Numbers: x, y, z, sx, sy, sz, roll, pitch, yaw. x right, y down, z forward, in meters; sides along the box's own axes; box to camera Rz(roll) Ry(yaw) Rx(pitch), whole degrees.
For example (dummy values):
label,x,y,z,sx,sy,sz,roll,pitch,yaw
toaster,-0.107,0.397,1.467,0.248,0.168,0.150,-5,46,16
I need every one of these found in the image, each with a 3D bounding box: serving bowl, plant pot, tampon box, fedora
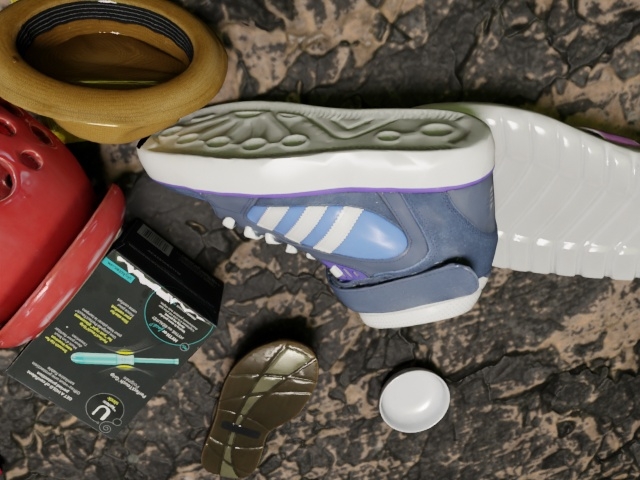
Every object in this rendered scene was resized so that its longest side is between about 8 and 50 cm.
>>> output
label,x,y,z,sx,sy,sz,roll,pitch,yaw
serving bowl,0.108,0.183,0.650,0.083,0.027,0.083,-2,109,-5
plant pot,-0.280,-0.016,0.463,0.174,0.191,0.191,40,100,-24
tampon box,-0.194,0.085,0.546,0.120,0.101,0.161,41,100,-16
fedora,-0.178,-0.139,0.469,0.194,0.194,0.079,7,144,-8

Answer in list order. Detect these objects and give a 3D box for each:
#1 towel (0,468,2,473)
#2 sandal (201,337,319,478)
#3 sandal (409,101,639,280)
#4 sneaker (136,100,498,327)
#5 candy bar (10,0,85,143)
label,x,y,z,sx,sy,sz,roll,pitch,yaw
towel,-0.484,0.184,0.562,0.199,0.031,0.275,-22,109,-14
sandal,-0.072,0.184,0.620,0.090,0.060,0.219,21,119,-6
sandal,0.260,-0.047,0.554,0.416,0.102,0.169,14,126,6
sneaker,0.000,0.000,0.528,0.323,0.130,0.236,3,127,12
candy bar,-0.250,-0.167,0.502,0.040,0.018,0.161,-9,108,-7
